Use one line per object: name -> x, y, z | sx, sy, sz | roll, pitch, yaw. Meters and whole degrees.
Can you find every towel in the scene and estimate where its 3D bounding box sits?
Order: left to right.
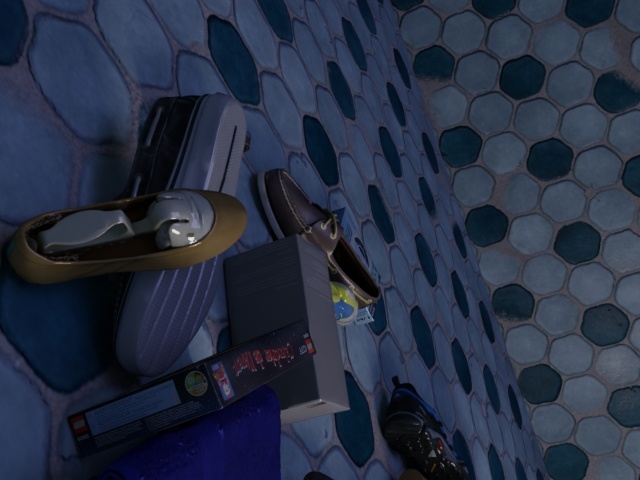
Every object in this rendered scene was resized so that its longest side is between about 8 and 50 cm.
towel -> -0.128, 0.280, 0.724 | 0.308, 0.076, 0.227 | -10, 101, -70

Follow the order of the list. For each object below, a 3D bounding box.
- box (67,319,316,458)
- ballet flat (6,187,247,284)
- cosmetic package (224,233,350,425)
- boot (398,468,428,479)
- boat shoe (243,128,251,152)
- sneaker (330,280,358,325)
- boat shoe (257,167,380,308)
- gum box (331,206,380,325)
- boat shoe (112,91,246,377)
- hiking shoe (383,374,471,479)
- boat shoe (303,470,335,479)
box -> -0.119, 0.145, 0.757 | 0.044, 0.159, 0.233 | 68, 20, 5
ballet flat -> -0.171, -0.008, 0.692 | 0.080, 0.232, 0.073 | 68, -25, 15
cosmetic package -> -0.048, 0.125, 1.006 | 0.107, 0.127, 0.237 | 32, 46, -59
boot -> 0.217, 0.579, 1.328 | 0.211, 0.104, 0.295 | 55, 22, -38
boat shoe -> -0.159, -0.129, 1.041 | 0.183, 0.066, 0.066 | -6, 83, -59
sneaker -> -0.017, 0.111, 1.189 | 0.240, 0.091, 0.126 | 48, 49, -47
boat shoe -> 0.000, 0.000, 1.274 | 0.324, 0.097, 0.116 | 60, 23, -28
gum box -> 0.062, 0.050, 1.469 | 0.184, 0.041, 0.157 | 63, 22, -24
boat shoe -> -0.176, -0.014, 0.823 | 0.121, 0.119, 0.335 | 62, 38, -59
hiking shoe -> 0.228, 0.412, 1.483 | 0.304, 0.113, 0.132 | 59, 24, -29
boat shoe -> 0.057, 0.422, 1.060 | 0.285, 0.103, 0.092 | 47, 36, -37
